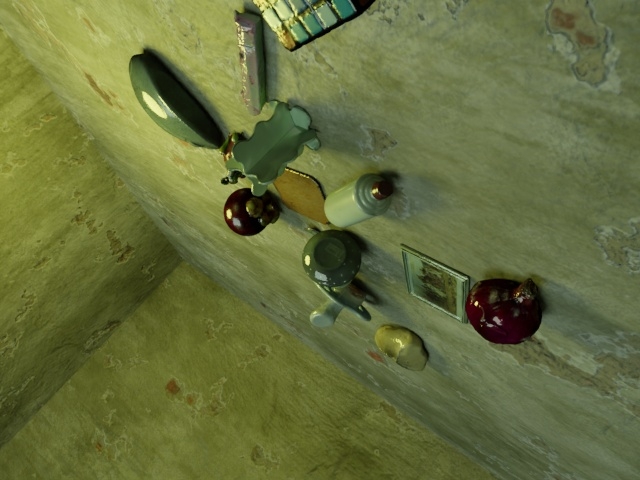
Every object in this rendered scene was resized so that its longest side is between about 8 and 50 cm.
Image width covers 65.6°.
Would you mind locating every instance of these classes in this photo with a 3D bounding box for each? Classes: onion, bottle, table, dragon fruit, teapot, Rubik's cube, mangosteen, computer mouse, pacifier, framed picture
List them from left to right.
[{"bbox_3d":[-0.464,-0.402,1.551,0.374,0.114,0.203,48,157,-22],"label":"computer mouse"},{"bbox_3d":[-0.253,-0.244,1.537,0.142,0.175,0.138,18,-170,-42],"label":"dragon fruit"},{"bbox_3d":[-0.234,-0.100,1.716,0.199,0.200,0.200,34,159,15],"label":"mangosteen"},{"bbox_3d":[-0.122,-0.220,1.204,0.166,0.198,0.166,34,158,16],"label":"table"},{"bbox_3d":[0.002,-0.395,0.658,0.182,0.184,0.187,50,159,-25],"label":"Rubik's cube"},{"bbox_3d":[0.047,0.233,1.808,0.279,0.207,0.227,34,-175,-29],"label":"pacifier"},{"bbox_3d":[0.044,0.075,1.590,0.183,0.183,0.251,34,170,16],"label":"teapot"},{"bbox_3d":[0.099,-0.099,1.208,0.104,0.104,0.245,44,160,-10],"label":"bottle"},{"bbox_3d":[0.322,0.130,1.410,0.217,0.017,0.274,28,156,31],"label":"framed picture"},{"bbox_3d":[0.421,0.160,1.130,0.173,0.135,0.198,33,157,11],"label":"onion"}]

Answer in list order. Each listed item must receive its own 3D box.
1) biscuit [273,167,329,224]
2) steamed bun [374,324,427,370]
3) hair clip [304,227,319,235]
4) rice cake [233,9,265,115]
[{"bbox_3d":[-0.065,-0.141,1.533,0.236,0.013,0.232,26,155,35],"label":"biscuit"},{"bbox_3d":[0.301,0.410,1.892,0.231,0.110,0.212,31,157,17],"label":"steamed bun"},{"bbox_3d":[0.001,-0.001,1.689,0.137,0.022,0.054,44,159,-18],"label":"hair clip"},{"bbox_3d":[-0.165,-0.396,1.131,0.081,0.051,0.290,36,159,10],"label":"rice cake"}]
